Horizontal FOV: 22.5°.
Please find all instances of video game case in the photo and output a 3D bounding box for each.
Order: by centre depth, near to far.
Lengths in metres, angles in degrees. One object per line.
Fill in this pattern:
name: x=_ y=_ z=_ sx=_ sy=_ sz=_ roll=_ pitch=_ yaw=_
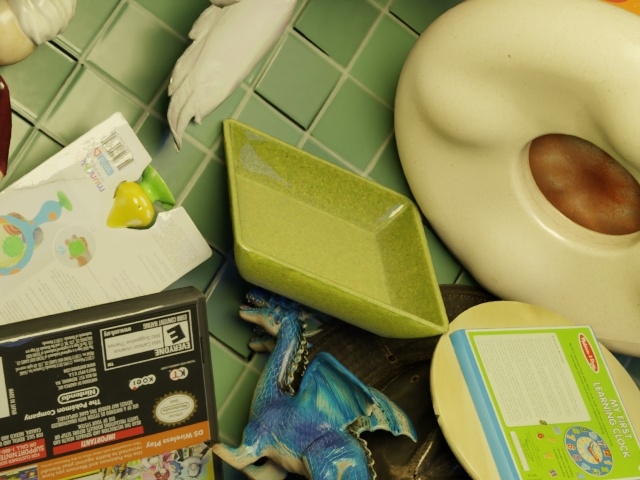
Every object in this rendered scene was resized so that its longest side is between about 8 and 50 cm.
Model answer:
video game case: x=-0.208 y=0.180 z=1.225 sx=0.275 sy=0.035 sz=0.248 roll=-12 pitch=109 yaw=-22

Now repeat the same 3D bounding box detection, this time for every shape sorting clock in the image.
shape sorting clock: x=0.174 y=0.136 z=1.241 sx=0.206 sy=0.040 sz=0.206 roll=14 pitch=49 yaw=-17

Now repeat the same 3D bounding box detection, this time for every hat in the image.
hat: x=0.121 y=0.175 z=1.299 sx=0.331 sy=0.134 sz=0.331 roll=5 pitch=74 yaw=-19

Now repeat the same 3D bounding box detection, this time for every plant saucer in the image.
plant saucer: x=0.000 y=0.000 z=1.277 sx=0.188 sy=0.188 sz=0.045 roll=23 pitch=119 yaw=-21

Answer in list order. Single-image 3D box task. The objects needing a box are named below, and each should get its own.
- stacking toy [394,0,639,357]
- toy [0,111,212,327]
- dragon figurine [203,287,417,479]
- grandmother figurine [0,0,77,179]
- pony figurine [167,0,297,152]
stacking toy: x=0.315 y=-0.167 z=1.359 sx=0.350 sy=0.350 sz=0.480 roll=51 pitch=55 yaw=-16
toy: x=-0.217 y=0.021 z=1.229 sx=0.237 sy=0.056 sz=0.137 roll=-35 pitch=108 yaw=-9
dragon figurine: x=0.013 y=0.140 z=1.215 sx=0.144 sy=0.289 sz=0.085 roll=-53 pitch=139 yaw=-8
grandmother figurine: x=-0.312 y=-0.088 z=1.171 sx=0.208 sy=0.104 sz=0.342 roll=42 pitch=74 yaw=-4
pony figurine: x=-0.029 y=-0.279 z=1.210 sx=0.351 sy=0.303 sz=0.363 roll=-42 pitch=91 yaw=-25
